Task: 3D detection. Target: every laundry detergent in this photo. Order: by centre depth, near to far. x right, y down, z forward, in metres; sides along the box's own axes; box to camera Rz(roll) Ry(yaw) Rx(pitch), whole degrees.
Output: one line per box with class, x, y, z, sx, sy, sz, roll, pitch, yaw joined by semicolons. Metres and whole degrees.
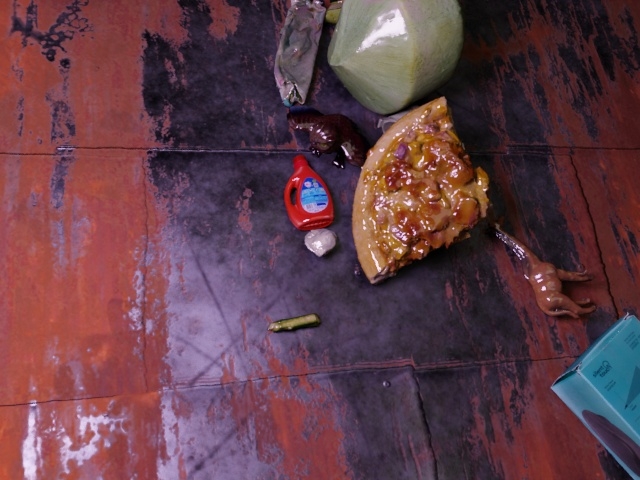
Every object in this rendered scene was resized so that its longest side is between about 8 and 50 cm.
laundry detergent;-0.032;-0.103;1.597;0.097;0.049;0.165;-10;64;-15

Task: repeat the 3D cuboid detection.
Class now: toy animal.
toy animal;0.024;-0.232;1.604;0.218;0.179;0.116;35;86;3
toy animal;0.467;0.055;1.637;0.229;0.066;0.224;8;62;-5

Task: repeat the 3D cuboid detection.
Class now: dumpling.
dumpling;0.001;-0.001;1.547;0.057;0.052;0.076;39;70;-6

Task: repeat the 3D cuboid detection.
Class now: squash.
squash;0.108;-0.542;1.843;0.200;0.090;0.075;9;94;-14

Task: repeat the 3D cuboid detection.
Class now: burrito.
burrito;-0.052;-0.438;1.752;0.096;0.066;0.309;14;63;-11

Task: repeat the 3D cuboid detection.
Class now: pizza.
pizza;0.204;-0.090;1.551;0.277;0.114;0.409;27;87;12

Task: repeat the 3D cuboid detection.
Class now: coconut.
coconut;0.155;-0.431;1.672;0.328;0.328;0.281;-29;89;-26

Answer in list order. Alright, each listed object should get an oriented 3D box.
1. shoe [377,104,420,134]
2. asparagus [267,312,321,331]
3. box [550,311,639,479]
shoe;0.213;-0.170;1.668;0.098;0.103;0.275;-13;62;-21
asparagus;-0.049;0.159;1.470;0.108;0.021;0.025;-8;67;-19
box;0.635;0.329;1.509;0.205;0.118;0.311;-35;77;-30
